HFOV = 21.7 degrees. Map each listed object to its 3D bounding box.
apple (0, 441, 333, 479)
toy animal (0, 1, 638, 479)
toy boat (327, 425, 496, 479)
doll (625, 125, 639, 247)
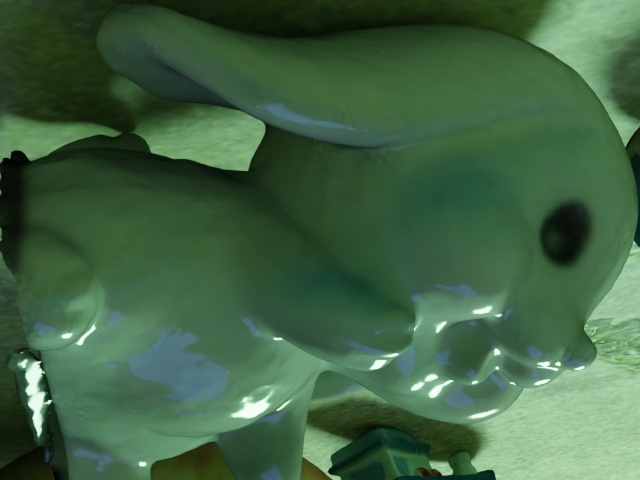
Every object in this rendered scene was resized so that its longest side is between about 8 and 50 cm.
[{"bbox_3d":[-0.130,0.331,1.203,0.391,0.391,0.346,-1,146,-16],"label":"apple"},{"bbox_3d":[-0.014,0.009,0.738,0.289,0.174,0.249,3,144,-23],"label":"toy animal"},{"bbox_3d":[0.086,0.210,1.392,0.109,0.098,0.238,-35,156,20],"label":"toy boat"},{"bbox_3d":[0.201,-0.024,0.847,0.114,0.085,0.152,-34,160,22],"label":"doll"}]
